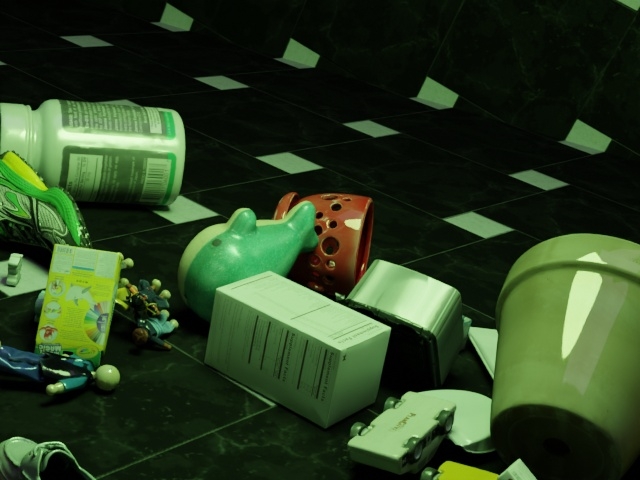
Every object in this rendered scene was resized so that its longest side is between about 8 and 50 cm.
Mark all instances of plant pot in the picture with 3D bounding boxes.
[{"bbox_3d":[0.000,0.000,2.128,0.174,0.191,0.191,11,21,9],"label":"plant pot"},{"bbox_3d":[0.379,0.199,1.663,0.323,0.323,0.280,17,46,17],"label":"plant pot"}]

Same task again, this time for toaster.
[{"bbox_3d":[0.131,0.131,1.847,0.168,0.185,0.110,20,58,24],"label":"toaster"}]

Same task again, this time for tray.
[{"bbox_3d":[0.339,0.224,1.937,0.145,0.030,0.270,9,21,-12],"label":"tray"}]

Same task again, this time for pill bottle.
[{"bbox_3d":[-0.469,-0.178,2.331,0.361,0.204,0.204,3,22,-21],"label":"pill bottle"}]

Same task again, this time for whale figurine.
[{"bbox_3d":[-0.102,0.041,1.933,0.272,0.216,0.141,-28,46,-24],"label":"whale figurine"}]

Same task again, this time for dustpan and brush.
[{"bbox_3d":[0.250,0.273,1.753,0.211,0.060,0.147,-10,29,-28],"label":"dustpan and brush"}]

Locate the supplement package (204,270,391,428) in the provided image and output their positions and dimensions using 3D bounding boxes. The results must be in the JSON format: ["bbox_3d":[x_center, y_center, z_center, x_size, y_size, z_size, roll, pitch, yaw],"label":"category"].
[{"bbox_3d":[-0.037,0.162,1.767,0.244,0.133,0.139,24,25,32],"label":"supplement package"}]

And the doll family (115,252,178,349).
[{"bbox_3d":[-0.301,0.096,1.835,0.193,0.076,0.111,34,13,8],"label":"doll family"}]

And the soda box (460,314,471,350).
[{"bbox_3d":[0.173,0.135,2.037,0.183,0.063,0.058,27,26,35],"label":"soda box"}]

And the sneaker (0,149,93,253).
[{"bbox_3d":[-0.527,-0.029,2.075,0.146,0.134,0.343,-35,48,-28],"label":"sneaker"}]

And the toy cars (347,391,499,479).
[{"bbox_3d":[0.133,0.320,1.524,0.177,0.087,0.393,-3,19,-8],"label":"toy cars"}]

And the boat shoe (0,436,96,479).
[{"bbox_3d":[-0.316,0.285,1.389,0.079,0.081,0.227,-11,30,-44],"label":"boat shoe"}]

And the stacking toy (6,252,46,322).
[{"bbox_3d":[-0.438,0.090,1.870,0.167,0.052,0.221,9,22,-5],"label":"stacking toy"}]

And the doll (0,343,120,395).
[{"bbox_3d":[-0.383,0.186,1.658,0.189,0.046,0.129,13,15,-11],"label":"doll"}]

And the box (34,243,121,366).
[{"bbox_3d":[-0.369,0.102,1.760,0.105,0.179,0.043,9,-18,-3],"label":"box"}]

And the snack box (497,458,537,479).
[{"bbox_3d":[0.293,0.357,1.450,0.178,0.022,0.064,52,20,13],"label":"snack box"}]
